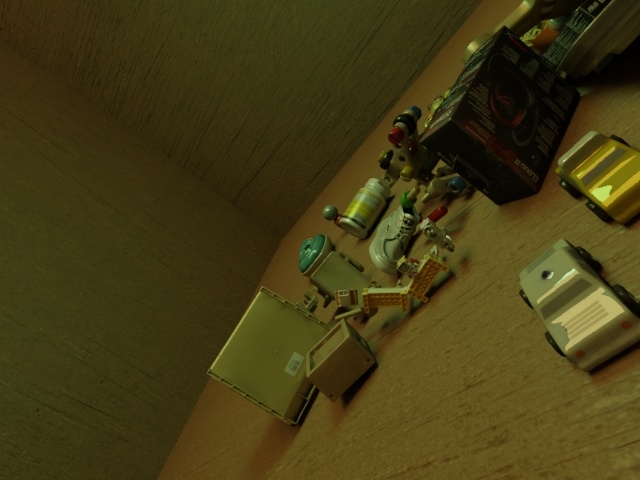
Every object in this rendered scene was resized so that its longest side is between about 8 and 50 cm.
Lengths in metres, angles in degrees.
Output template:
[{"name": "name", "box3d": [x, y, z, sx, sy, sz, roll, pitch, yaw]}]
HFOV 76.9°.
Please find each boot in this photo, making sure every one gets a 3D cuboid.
[{"name": "boot", "box3d": [0.367, -0.317, 1.391, 0.305, 0.112, 0.115, -53, -10, -16]}, {"name": "boot", "box3d": [0.207, -0.021, 1.092, 0.123, 0.095, 0.258, -54, 9, 31]}]

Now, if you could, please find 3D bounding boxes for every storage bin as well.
[{"name": "storage bin", "box3d": [-0.118, 0.305, 1.075, 0.263, 0.260, 0.123, -58, -6, -24]}]

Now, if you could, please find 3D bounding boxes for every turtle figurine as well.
[{"name": "turtle figurine", "box3d": [0.451, -0.497, 1.537, 0.270, 0.087, 0.217, -59, -1, 41]}]

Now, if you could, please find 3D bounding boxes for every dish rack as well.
[{"name": "dish rack", "box3d": [0.568, -0.427, 0.685, 0.333, 0.072, 0.285, -50, -10, 23]}]

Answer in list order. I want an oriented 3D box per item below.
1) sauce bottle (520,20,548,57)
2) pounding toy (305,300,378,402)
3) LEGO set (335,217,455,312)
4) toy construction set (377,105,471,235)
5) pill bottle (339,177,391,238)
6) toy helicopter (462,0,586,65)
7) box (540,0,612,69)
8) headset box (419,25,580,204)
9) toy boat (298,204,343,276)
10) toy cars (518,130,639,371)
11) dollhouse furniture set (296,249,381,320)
[{"name": "sauce bottle", "box3d": [0.535, -0.462, 1.016, 0.345, 0.111, 0.111, -60, 12, -26]}, {"name": "pounding toy", "box3d": [0.070, 0.235, 0.925, 0.206, 0.094, 0.181, -44, 6, 2]}, {"name": "LEGO set", "box3d": [0.169, 0.076, 0.879, 0.287, 0.132, 0.107, -40, 8, 24]}, {"name": "toy construction set", "box3d": [0.257, -0.157, 1.053, 0.237, 0.257, 0.309, 123, 162, -63]}, {"name": "pill bottle", "box3d": [0.171, -0.121, 1.506, 0.209, 0.119, 0.119, -56, 11, -13]}, {"name": "toy helicopter", "box3d": [0.477, -0.500, 0.879, 0.355, 0.234, 0.140, -38, 59, 24]}, {"name": "box", "box3d": [0.538, -0.434, 0.844, 0.184, 0.045, 0.191, -39, -13, -18]}, {"name": "headset box", "box3d": [0.352, -0.232, 0.799, 0.293, 0.218, 0.110, -58, 10, -18]}, {"name": "toy boat", "box3d": [0.000, 0.000, 1.789, 0.318, 0.148, 0.267, -52, 11, 13]}, {"name": "toy cars", "box3d": [0.344, -0.025, 0.536, 0.394, 0.087, 0.176, -59, 11, -23]}, {"name": "dollhouse furniture set", "box3d": [0.058, 0.153, 1.157, 0.212, 0.161, 0.242, -49, -11, -18]}]
